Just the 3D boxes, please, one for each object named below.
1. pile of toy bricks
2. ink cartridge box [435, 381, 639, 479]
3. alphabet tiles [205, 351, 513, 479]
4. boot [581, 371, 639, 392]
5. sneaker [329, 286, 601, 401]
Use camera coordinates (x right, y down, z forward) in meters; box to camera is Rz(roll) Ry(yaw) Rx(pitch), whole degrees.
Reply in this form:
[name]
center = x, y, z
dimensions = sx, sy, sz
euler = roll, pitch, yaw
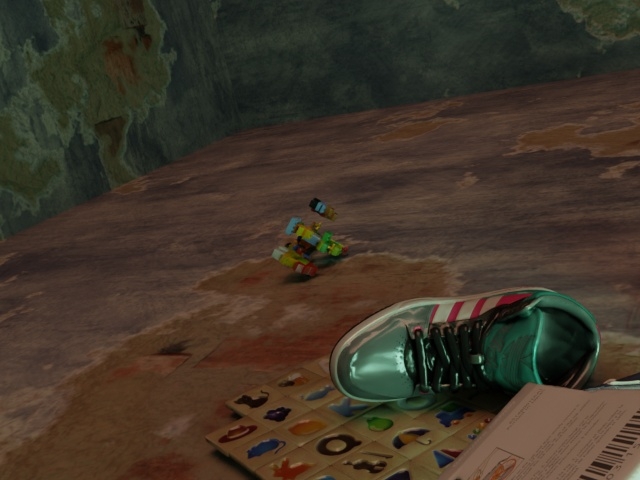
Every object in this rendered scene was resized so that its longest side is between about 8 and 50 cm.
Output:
[pile of toy bricks]
center = 0.000, 0.000, 1.481
dimensions = 0.105, 0.118, 0.212
euler = 29, 14, 7
[ink cartridge box]
center = 0.101, 0.217, 0.507
dimensions = 0.296, 0.066, 0.261
euler = -44, -3, -9
[alphabet tiles]
center = 0.047, 0.197, 0.893
dimensions = 0.285, 0.011, 0.343
euler = -21, 18, -31
[boot]
center = 0.276, 0.165, 0.761
dimensions = 0.190, 0.069, 0.086
euler = -4, 9, 7
[sneaker]
center = 0.167, 0.121, 0.840
dimensions = 0.296, 0.123, 0.178
euler = -13, 5, -11
